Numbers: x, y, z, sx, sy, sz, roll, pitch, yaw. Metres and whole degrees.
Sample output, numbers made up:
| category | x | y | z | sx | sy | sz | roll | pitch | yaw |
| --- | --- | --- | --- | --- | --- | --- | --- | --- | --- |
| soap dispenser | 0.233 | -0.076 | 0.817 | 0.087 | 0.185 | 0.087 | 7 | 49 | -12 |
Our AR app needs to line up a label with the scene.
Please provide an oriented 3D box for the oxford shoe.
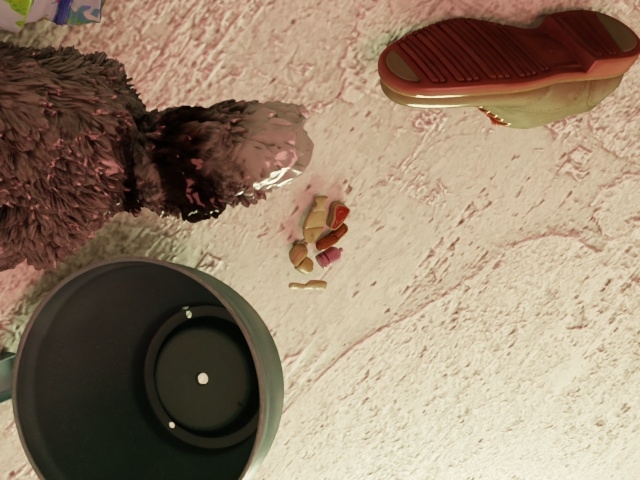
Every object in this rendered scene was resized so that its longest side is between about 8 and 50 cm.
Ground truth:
| category | x | y | z | sx | sy | sz | roll | pitch | yaw |
| --- | --- | --- | --- | --- | --- | --- | --- | --- | --- |
| oxford shoe | 0.207 | -0.170 | 1.926 | 0.348 | 0.123 | 0.130 | -7 | 137 | -30 |

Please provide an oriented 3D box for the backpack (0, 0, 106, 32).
| category | x | y | z | sx | sy | sz | roll | pitch | yaw |
| --- | --- | --- | --- | --- | --- | --- | --- | --- | --- |
| backpack | -0.237 | -0.326 | 1.329 | 0.273 | 0.290 | 0.355 | 16 | 125 | -36 |

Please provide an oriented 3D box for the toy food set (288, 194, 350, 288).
| category | x | y | z | sx | sy | sz | roll | pitch | yaw |
| --- | --- | --- | --- | --- | --- | --- | --- | --- | --- |
| toy food set | 0.000 | 0.000 | 2.013 | 0.078 | 0.019 | 0.122 | 3 | 118 | -39 |

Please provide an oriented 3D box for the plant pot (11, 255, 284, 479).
| category | x | y | z | sx | sy | sz | roll | pitch | yaw |
| --- | --- | --- | --- | --- | --- | --- | --- | --- | --- |
| plant pot | -0.159 | 0.160 | 1.874 | 0.293 | 0.293 | 0.196 | -51 | 165 | 15 |

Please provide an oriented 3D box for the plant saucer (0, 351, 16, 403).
| category | x | y | z | sx | sy | sz | roll | pitch | yaw |
| --- | --- | --- | --- | --- | --- | --- | --- | --- | --- |
| plant saucer | -0.416 | 0.177 | 1.874 | 0.192 | 0.018 | 0.067 | -23 | 138 | -19 |

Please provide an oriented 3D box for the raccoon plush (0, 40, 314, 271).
| category | x | y | z | sx | sy | sz | roll | pitch | yaw |
| --- | --- | --- | --- | --- | --- | --- | --- | --- | --- |
| raccoon plush | -0.265 | -0.135 | 1.461 | 0.446 | 0.216 | 0.299 | -16 | 153 | 24 |
